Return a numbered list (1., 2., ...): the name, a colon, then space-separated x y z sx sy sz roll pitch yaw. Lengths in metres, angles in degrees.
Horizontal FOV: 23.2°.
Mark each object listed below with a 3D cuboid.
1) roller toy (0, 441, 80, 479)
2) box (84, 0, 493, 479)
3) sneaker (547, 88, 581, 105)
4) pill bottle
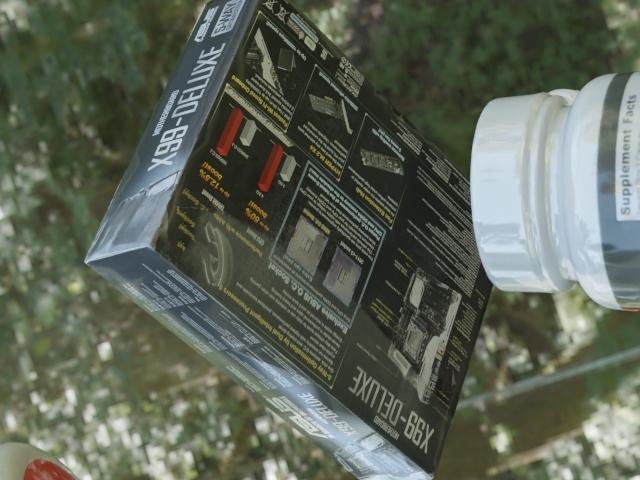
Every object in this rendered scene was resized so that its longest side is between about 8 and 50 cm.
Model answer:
1. roller toy: -0.212 0.247 1.078 0.191 0.146 0.209 54 -171 -35
2. box: 0.000 0.000 1.145 0.307 0.076 0.242 41 -126 -31
3. sneaker: 0.241 -0.020 1.185 0.232 0.115 0.090 27 143 21
4. pill bottle: 0.254 -0.034 1.028 0.161 0.283 0.161 -2 -90 -66
